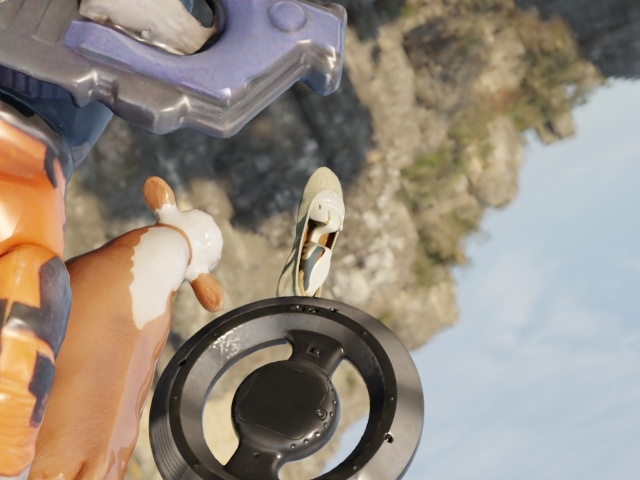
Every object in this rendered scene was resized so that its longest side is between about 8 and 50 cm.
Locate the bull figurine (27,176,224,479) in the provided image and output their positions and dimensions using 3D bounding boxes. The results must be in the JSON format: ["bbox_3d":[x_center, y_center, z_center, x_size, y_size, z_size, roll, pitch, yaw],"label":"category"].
[{"bbox_3d":[-0.166,0.086,0.968,0.188,0.101,0.310,-31,-158,26],"label":"bull figurine"}]

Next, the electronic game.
[{"bbox_3d":[-0.029,0.141,1.208,0.229,0.229,0.048,-26,143,-12],"label":"electronic game"}]

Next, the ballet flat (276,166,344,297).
[{"bbox_3d":[0.000,0.000,1.572,0.057,0.168,0.052,25,162,-34],"label":"ballet flat"}]

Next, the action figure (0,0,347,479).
[{"bbox_3d":[-0.183,-0.059,0.570,0.330,0.341,0.178,-63,179,-17],"label":"action figure"}]
